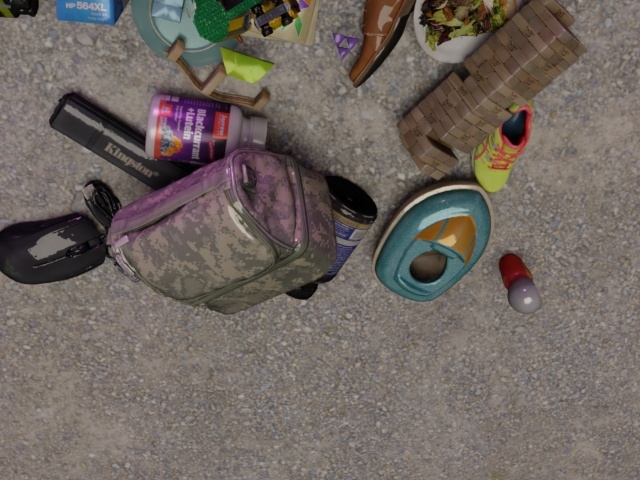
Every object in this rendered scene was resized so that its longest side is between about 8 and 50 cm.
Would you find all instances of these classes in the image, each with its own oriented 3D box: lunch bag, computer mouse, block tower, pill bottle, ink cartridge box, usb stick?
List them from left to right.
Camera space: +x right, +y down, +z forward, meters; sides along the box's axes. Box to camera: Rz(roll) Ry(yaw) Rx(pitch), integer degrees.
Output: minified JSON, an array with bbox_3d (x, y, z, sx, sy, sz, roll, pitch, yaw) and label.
[{"bbox_3d":[-0.484,0.012,1.437,0.272,0.072,0.188,-17,123,7],"label":"computer mouse"},{"bbox_3d":[-0.326,-0.431,1.120,0.086,0.148,0.203,5,123,-5],"label":"ink cartridge box"},{"bbox_3d":[-0.333,-0.156,1.355,0.278,0.045,0.077,33,114,-22],"label":"usb stick"},{"bbox_3d":[-0.190,-0.179,1.313,0.193,0.108,0.108,7,122,-9],"label":"pill bottle"},{"bbox_3d":[-0.163,-0.020,1.287,0.305,0.212,0.256,-23,149,31],"label":"lunch bag"},{"bbox_3d":[0.000,0.000,1.431,0.123,0.123,0.219,25,117,-18],"label":"pill bottle"},{"bbox_3d":[0.275,-0.247,1.282,0.335,0.097,0.091,-44,144,24],"label":"block tower"}]

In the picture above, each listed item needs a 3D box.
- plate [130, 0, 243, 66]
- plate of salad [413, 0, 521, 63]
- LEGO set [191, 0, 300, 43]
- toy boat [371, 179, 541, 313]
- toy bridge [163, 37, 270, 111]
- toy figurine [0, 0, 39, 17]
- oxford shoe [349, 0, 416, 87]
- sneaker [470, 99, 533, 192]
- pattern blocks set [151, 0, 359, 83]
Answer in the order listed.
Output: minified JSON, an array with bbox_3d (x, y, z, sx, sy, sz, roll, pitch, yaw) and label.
[{"bbox_3d":[-0.208,-0.364,1.245,0.188,0.024,0.188,-1,122,-2],"label":"plate"},{"bbox_3d":[0.240,-0.367,1.231,0.200,0.048,0.200,-15,133,-17],"label":"plate of salad"},{"bbox_3d":[-0.098,-0.454,1.104,0.255,0.192,0.331,-28,97,36],"label":"LEGO set"},{"bbox_3d":[0.270,0.033,1.455,0.318,0.148,0.267,23,118,-17],"label":"toy boat"},{"bbox_3d":[-0.177,-0.265,1.297,0.188,0.026,0.063,27,138,-28],"label":"toy bridge"},{"bbox_3d":[-0.454,-0.420,1.084,0.148,0.209,0.213,5,121,-1],"label":"toy figurine"},{"bbox_3d":[0.095,-0.347,1.260,0.076,0.076,0.212,33,114,6],"label":"oxford shoe"},{"bbox_3d":[0.319,-0.167,1.363,0.081,0.094,0.208,2,124,-7],"label":"sneaker"},{"bbox_3d":[-0.084,-0.386,1.204,0.325,0.026,0.285,22,105,-9],"label":"pattern blocks set"}]
